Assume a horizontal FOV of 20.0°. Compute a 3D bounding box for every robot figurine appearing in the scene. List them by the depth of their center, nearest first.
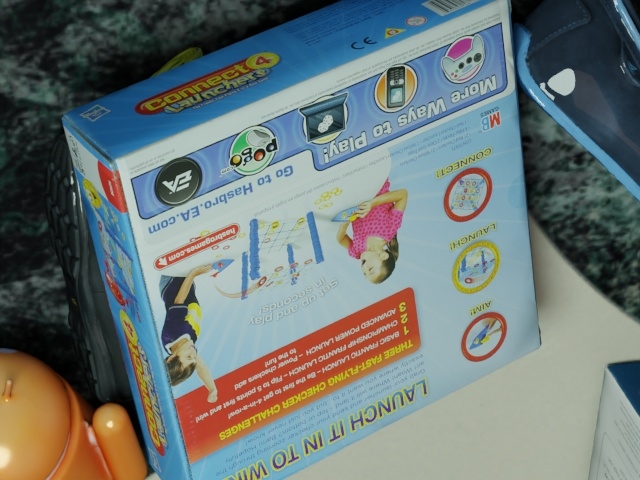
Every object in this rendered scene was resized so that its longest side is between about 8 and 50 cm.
[{"bbox_3d":[-0.218,0.157,1.328,0.128,0.158,0.219,-56,150,-15],"label":"robot figurine"}]

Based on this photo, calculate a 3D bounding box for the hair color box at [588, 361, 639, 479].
[{"bbox_3d":[0.297,0.288,1.535,0.105,0.174,0.347,-5,122,-13],"label":"hair color box"}]

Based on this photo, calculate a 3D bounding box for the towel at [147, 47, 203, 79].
[{"bbox_3d":[-0.083,-0.016,1.309,0.102,0.021,0.237,-44,131,-32],"label":"towel"}]

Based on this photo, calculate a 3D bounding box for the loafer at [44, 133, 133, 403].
[{"bbox_3d":[-0.149,0.017,1.318,0.078,0.076,0.223,-19,123,-20],"label":"loafer"}]

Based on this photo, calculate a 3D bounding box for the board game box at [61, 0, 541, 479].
[{"bbox_3d":[0.000,0.000,1.278,0.308,0.086,0.302,-24,126,-22],"label":"board game box"}]

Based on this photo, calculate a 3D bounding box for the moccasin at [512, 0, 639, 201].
[{"bbox_3d":[0.283,-0.066,1.338,0.117,0.138,0.342,-46,122,10],"label":"moccasin"}]
